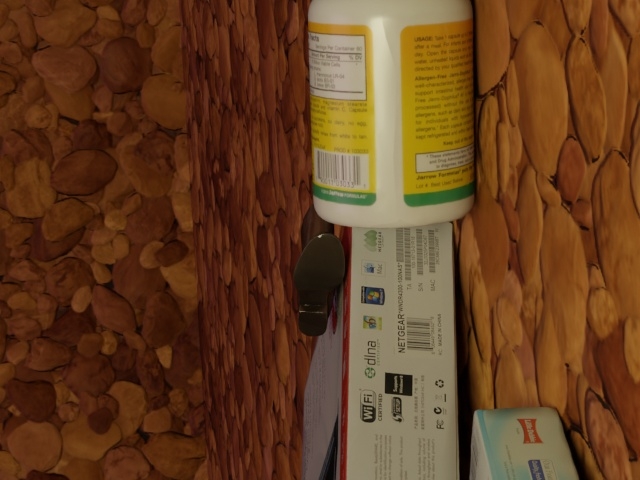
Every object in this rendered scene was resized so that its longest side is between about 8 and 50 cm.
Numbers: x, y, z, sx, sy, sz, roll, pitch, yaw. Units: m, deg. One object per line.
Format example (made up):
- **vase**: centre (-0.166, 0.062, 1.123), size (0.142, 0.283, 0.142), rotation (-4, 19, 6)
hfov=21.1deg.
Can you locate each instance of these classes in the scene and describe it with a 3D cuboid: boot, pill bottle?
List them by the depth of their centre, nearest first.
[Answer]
- **pill bottle**: centre (0.050, -0.120, 1.215), size (0.117, 0.118, 0.208), rotation (-137, 43, -73)
- **boot**: centre (0.000, 0.000, 1.322), size (0.114, 0.037, 0.106), rotation (-84, 6, -47)

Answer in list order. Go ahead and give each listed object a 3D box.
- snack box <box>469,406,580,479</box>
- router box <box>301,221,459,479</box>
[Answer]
- **snack box**: centre (0.126, 0.290, 1.077), size (0.187, 0.060, 0.321), rotation (-94, 5, -66)
- **router box**: centre (0.039, 0.199, 1.329), size (0.301, 0.082, 0.335), rotation (103, 171, -55)
